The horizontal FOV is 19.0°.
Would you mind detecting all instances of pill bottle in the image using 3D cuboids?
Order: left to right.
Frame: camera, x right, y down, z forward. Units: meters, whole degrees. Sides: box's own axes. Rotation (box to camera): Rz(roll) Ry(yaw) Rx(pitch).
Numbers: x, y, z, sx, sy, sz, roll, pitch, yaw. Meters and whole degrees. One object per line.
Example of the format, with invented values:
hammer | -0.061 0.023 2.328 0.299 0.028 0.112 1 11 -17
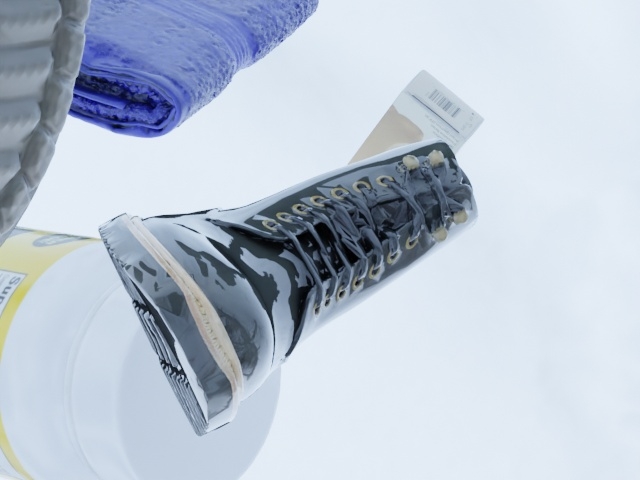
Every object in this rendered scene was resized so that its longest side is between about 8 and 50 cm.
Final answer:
pill bottle | -0.126 0.054 0.878 0.208 0.119 0.119 8 152 41

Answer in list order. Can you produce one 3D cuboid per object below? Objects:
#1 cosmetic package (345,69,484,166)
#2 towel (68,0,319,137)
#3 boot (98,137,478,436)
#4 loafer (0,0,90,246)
cosmetic package | 0.059 -0.059 1.363 0.060 0.041 0.115 38 127 4
towel | -0.153 -0.183 1.562 0.227 0.308 0.076 25 122 11
boot | 0.000 0.000 0.661 0.137 0.198 0.077 -24 98 -4
loafer | -0.117 -0.116 0.386 0.092 0.102 0.269 -2 102 27
